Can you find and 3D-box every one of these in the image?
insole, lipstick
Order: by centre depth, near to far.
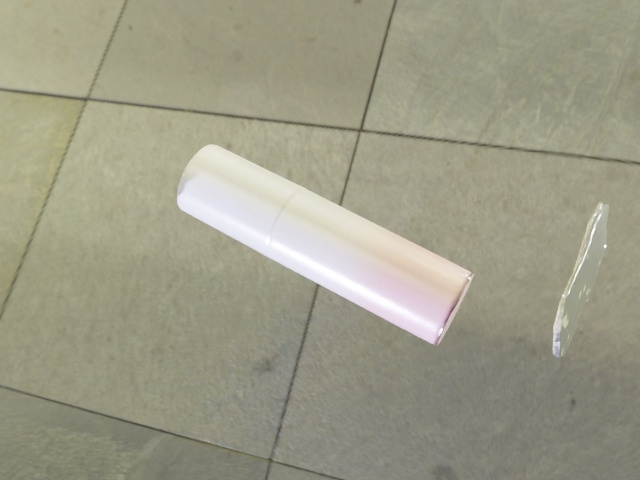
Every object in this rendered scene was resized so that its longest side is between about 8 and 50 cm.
[{"bbox_3d":[0.250,0.030,0.675,0.011,0.081,0.248,8,28,28],"label":"insole"},{"bbox_3d":[0.000,0.000,0.774,0.327,0.087,0.087,28,78,15],"label":"lipstick"}]
